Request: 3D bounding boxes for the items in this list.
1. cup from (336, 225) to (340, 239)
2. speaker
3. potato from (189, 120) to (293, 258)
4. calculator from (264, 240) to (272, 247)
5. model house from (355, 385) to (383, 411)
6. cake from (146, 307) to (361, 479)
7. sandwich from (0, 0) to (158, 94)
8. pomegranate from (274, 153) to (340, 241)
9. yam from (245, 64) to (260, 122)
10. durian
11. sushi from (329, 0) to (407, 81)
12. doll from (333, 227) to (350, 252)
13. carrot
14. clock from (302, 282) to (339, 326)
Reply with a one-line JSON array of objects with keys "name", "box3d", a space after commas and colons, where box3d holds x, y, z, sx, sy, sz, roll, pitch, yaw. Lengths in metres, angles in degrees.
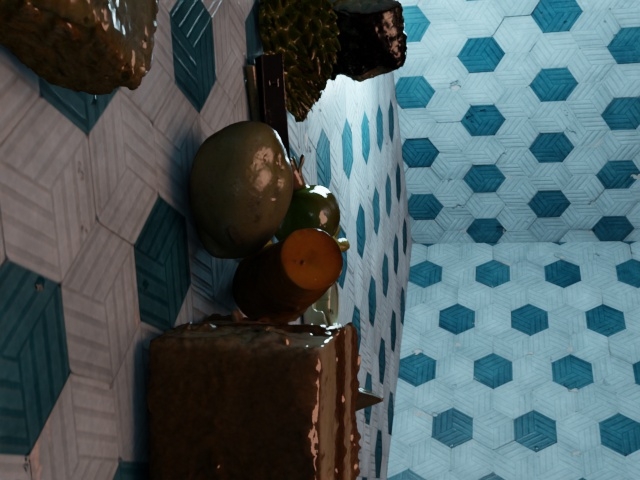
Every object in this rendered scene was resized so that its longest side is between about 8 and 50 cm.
[{"name": "cup", "box3d": [0.011, -0.002, 1.993, 0.054, 0.075, 0.083, 39, 44, -24]}, {"name": "speaker", "box3d": [-0.091, -0.238, 1.485, 0.082, 0.044, 0.218, -150, -124, -75]}, {"name": "potato", "box3d": [-0.121, -0.072, 1.178, 0.178, 0.160, 0.235, -39, 149, -46]}, {"name": "calculator", "box3d": [-0.098, 0.092, 1.519, 0.236, 0.033, 0.157, 73, 22, -47]}, {"name": "model house", "box3d": [-0.005, 0.284, 1.434, 0.176, 0.248, 0.181, -6, 96, -77]}, {"name": "cake", "box3d": [-0.081, 0.236, 1.093, 0.290, 0.255, 0.282, 24, 65, -81]}, {"name": "sandwich", "box3d": [-0.247, -0.311, 0.671, 0.325, 0.131, 0.262, 48, 44, -69]}, {"name": "pomegranate", "box3d": [-0.042, -0.073, 1.605, 0.191, 0.131, 0.152, 64, 24, -9]}, {"name": "yam", "box3d": [-0.124, -0.267, 1.453, 0.021, 0.021, 0.116, -65, 153, -62]}, {"name": "durian", "box3d": [-0.067, -0.400, 1.619, 0.198, 0.163, 0.394, 50, -21, 38]}, {"name": "sushi", "box3d": [0.060, -0.465, 1.723, 0.350, 0.211, 0.171, -132, -148, -51]}, {"name": "doll", "box3d": [0.000, 0.000, 1.852, 0.137, 0.097, 0.209, 42, 25, -18]}, {"name": "carrot", "box3d": [-0.065, 0.062, 1.256, 0.302, 0.138, 0.139, 135, -39, -68]}, {"name": "clock", "box3d": [0.006, 0.155, 1.906, 0.151, 0.062, 0.191, 73, 20, -52]}]
